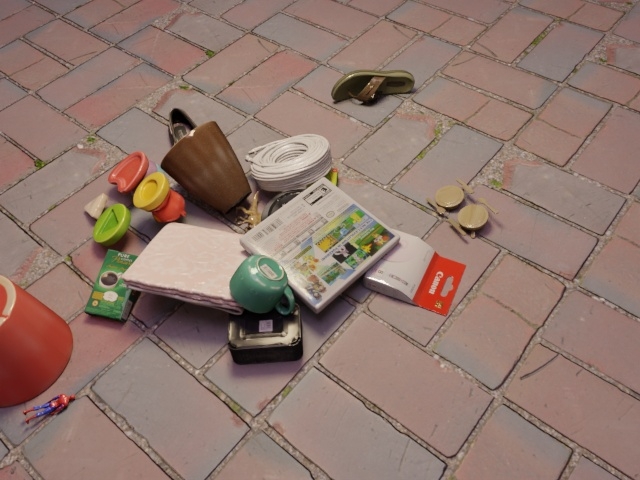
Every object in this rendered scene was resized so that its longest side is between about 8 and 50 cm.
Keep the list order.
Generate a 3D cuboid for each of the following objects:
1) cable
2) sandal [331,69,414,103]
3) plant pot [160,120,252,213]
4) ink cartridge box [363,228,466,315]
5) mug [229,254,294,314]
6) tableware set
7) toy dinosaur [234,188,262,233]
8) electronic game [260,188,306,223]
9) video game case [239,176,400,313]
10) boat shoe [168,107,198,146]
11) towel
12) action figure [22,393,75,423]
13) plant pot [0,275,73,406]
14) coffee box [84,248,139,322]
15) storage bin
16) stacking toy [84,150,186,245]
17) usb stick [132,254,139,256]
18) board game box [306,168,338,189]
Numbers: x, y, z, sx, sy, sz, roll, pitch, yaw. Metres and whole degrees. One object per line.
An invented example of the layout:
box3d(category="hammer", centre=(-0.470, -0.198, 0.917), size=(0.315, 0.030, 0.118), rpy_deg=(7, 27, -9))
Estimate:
box3d(category="cable", centre=(-0.089, -0.239, 1.772), size=(0.257, 0.089, 0.257), rpy_deg=(-22, 32, -7))
box3d(category="sandal", centre=(0.188, -0.538, 2.035), size=(0.302, 0.120, 0.086), rpy_deg=(-7, 65, -2))
box3d(category="plant pot", centre=(-0.320, -0.199, 1.726), size=(0.215, 0.215, 0.230), rpy_deg=(-41, 90, -26))
box3d(category="ink cartridge box", centre=(0.258, 0.080, 1.562), size=(0.232, 0.066, 0.189), rpy_deg=(16, 53, 22))
box3d(category="mug", centre=(-0.132, 0.101, 1.409), size=(0.157, 0.097, 0.129), rpy_deg=(17, 38, -28))
box3d(category="tableware set", centre=(0.417, -0.093, 1.703), size=(0.128, 0.039, 0.194), rpy_deg=(-33, 49, -7))
box3d(category="toy dinosaur", centre=(-0.210, -0.073, 1.732), size=(0.092, 0.053, 0.183), rpy_deg=(1, 54, -16))
box3d(category="electronic game", centre=(-0.057, -0.056, 1.653), size=(0.229, 0.048, 0.229), rpy_deg=(1, 56, -1))
box3d(category="video game case", centre=(0.000, 0.000, 1.564), size=(0.300, 0.036, 0.329), rpy_deg=(40, 61, 22))
box3d(category="boat shoe", centre=(-0.436, -0.316, 1.905), size=(0.112, 0.095, 0.335), rpy_deg=(-23, 53, -14))
box3d(category="towel", centre=(-0.312, 0.062, 1.549), size=(0.331, 0.053, 0.317), rpy_deg=(11, 32, 6))
box3d(category="action figure", centre=(-0.648, 0.399, 1.381), size=(0.115, 0.030, 0.038), rpy_deg=(-22, 58, -20))
box3d(category="plant pot", centre=(-0.781, 0.226, 1.394), size=(0.274, 0.243, 0.275), rpy_deg=(-2, 50, 3))
box3d(category="coffee box", centre=(-0.551, 0.122, 1.561), size=(0.113, 0.040, 0.184), rpy_deg=(9, 70, 11))
box3d(category="storage bin", centre=(-0.137, 0.234, 1.444), size=(0.180, 0.084, 0.122), rpy_deg=(-5, 50, 1))
box3d(category="stacking toy", centre=(-0.557, -0.105, 1.749), size=(0.279, 0.130, 0.309), rpy_deg=(-46, 44, 2))
box3d(category="usb stick", centre=(-0.423, 0.091, 1.606), size=(0.278, 0.045, 0.077), rpy_deg=(8, 59, 10))
box3d(category="board game box", centre=(0.002, -0.144, 1.768), size=(0.092, 0.043, 0.181), rpy_deg=(2, 51, 5))
